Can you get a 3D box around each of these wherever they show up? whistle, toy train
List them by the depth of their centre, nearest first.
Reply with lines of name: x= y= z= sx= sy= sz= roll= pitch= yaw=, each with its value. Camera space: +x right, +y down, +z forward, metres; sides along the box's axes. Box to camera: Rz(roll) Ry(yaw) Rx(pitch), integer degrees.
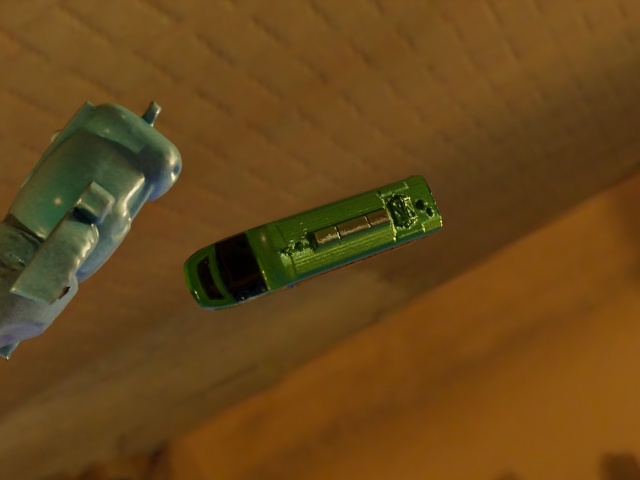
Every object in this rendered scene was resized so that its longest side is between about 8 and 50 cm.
toy train: x=0.000 y=0.000 z=1.237 sx=0.042 sy=0.044 sz=0.209 roll=-25 pitch=176 yaw=42
whistle: x=-0.196 y=0.000 z=1.392 sx=0.274 sy=0.093 sz=0.186 roll=-54 pitch=-174 yaw=-23
